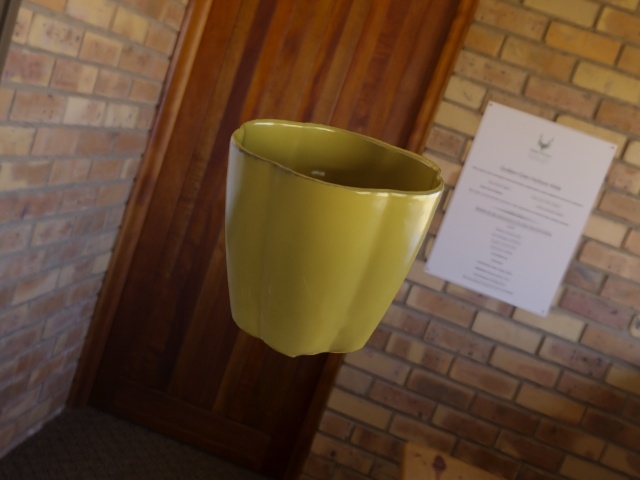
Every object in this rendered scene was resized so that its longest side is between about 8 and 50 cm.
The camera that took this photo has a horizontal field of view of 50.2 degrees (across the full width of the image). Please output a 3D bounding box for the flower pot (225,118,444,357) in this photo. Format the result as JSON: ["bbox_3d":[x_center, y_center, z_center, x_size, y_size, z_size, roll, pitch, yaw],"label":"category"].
[{"bbox_3d":[0.000,0.000,0.628,0.195,0.179,0.195,11,23,-5],"label":"flower pot"}]
